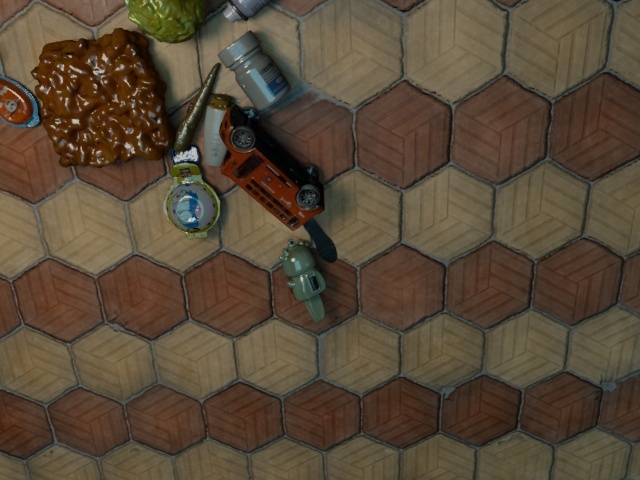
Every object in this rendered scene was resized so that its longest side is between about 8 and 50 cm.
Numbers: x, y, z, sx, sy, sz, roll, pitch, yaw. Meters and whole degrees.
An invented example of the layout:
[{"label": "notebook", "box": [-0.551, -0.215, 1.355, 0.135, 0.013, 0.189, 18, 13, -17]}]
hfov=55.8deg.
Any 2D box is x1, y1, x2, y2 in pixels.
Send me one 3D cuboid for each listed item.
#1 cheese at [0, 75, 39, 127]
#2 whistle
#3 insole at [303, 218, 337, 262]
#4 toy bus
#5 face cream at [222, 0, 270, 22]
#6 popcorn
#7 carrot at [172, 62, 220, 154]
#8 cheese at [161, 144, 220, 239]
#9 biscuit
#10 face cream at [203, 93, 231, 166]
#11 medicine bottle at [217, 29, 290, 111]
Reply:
[{"label": "cheese", "box": [-0.808, -0.382, 1.504, 0.106, 0.037, 0.256, -38, 109, 14]}, {"label": "whistle", "box": [-0.041, 0.108, 1.672, 0.101, 0.106, 0.253, -22, 106, 0]}, {"label": "insole", "box": [0.000, 0.000, 1.678, 0.053, 0.002, 0.153, -31, 110, 13]}, {"label": "toy bus", "box": [-0.136, -0.180, 1.512, 0.153, 0.143, 0.329, -37, 118, 22]}, {"label": "face cream", "box": [-0.130, -0.587, 1.388, 0.229, 0.075, 0.075, -37, 108, 14]}, {"label": "popcorn", "box": [-0.359, -0.548, 1.368, 0.212, 0.198, 0.198, 18, 115, 21]}, {"label": "carrot", "box": [-0.311, -0.331, 1.519, 0.049, 0.049, 0.254, 27, 105, -11]}, {"label": "cheese", "box": [-0.347, -0.125, 1.597, 0.156, 0.064, 0.250, -6, 101, 2]}, {"label": "biscuit", "box": [-0.533, -0.341, 1.481, 0.312, 0.110, 0.318, -8, 113, 5]}, {"label": "face cream", "box": [-0.260, -0.279, 1.535, 0.072, 0.051, 0.182, 8, 114, -5]}, {"label": "medicine bottle", "box": [-0.156, -0.404, 1.451, 0.105, 0.105, 0.168, -33, 109, 14]}]
